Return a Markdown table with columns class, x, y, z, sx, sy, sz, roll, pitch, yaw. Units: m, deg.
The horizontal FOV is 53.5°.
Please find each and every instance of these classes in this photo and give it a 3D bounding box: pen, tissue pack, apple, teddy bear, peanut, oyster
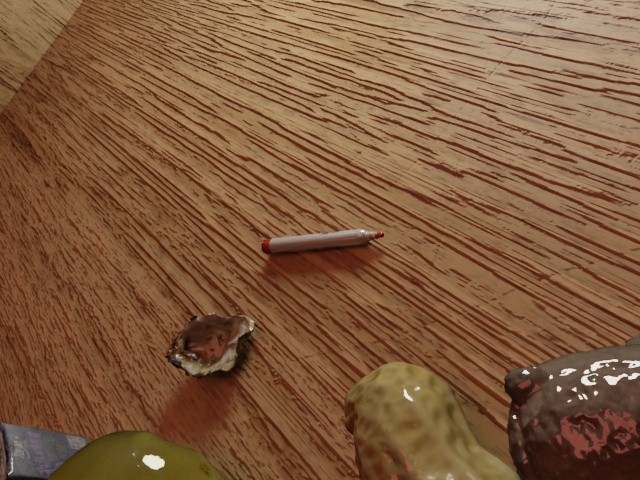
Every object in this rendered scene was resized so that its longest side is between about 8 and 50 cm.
| class | x | y | z | sx | sy | sz | roll | pitch | yaw |
| --- | --- | --- | --- | --- | --- | --- | --- | --- | --- |
| pen | 0.000 | 0.000 | 0.937 | 0.218 | 0.026 | 0.026 | -6 | 61 | 37 |
| tissue pack | -0.429 | 0.345 | 0.986 | 0.051 | 0.156 | 0.112 | -51 | 44 | 8 |
| apple | -0.234 | 0.355 | 0.755 | 0.262 | 0.262 | 0.262 | -21 | 53 | 29 |
| teddy bear | 0.290 | 0.148 | 0.512 | 0.267 | 0.151 | 0.236 | -14 | 28 | 22 |
| peanut | 0.117 | 0.246 | 0.605 | 0.152 | 0.152 | 0.313 | -43 | 40 | 11 |
| oyster | -0.170 | 0.161 | 0.960 | 0.148 | 0.051 | 0.103 | 0 | 61 | 23 |
